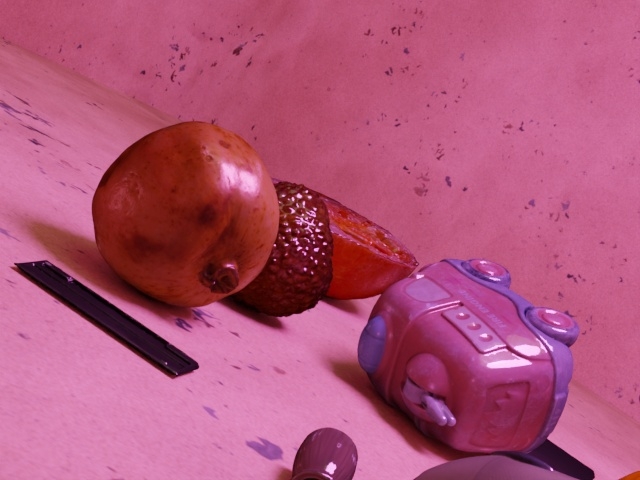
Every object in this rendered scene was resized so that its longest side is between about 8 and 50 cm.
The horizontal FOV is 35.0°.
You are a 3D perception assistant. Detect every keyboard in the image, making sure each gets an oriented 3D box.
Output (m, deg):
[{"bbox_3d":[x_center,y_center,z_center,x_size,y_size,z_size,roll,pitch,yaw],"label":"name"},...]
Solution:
[{"bbox_3d":[-0.208,0.074,0.994,0.198,0.010,0.064,32,8,11],"label":"keyboard"}]

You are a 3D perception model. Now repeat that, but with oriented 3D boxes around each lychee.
[{"bbox_3d":[-0.066,0.016,1.396,0.194,0.194,0.194,31,6,-4],"label":"lychee"}]

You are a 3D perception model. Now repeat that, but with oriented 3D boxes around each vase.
[{"bbox_3d":[0.001,0.195,0.846,0.053,0.053,0.101,32,10,3],"label":"vase"}]

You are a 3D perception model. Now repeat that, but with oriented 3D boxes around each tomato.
[{"bbox_3d":[0.000,0.012,1.866,0.338,0.143,0.338,27,9,-5],"label":"tomato"}]

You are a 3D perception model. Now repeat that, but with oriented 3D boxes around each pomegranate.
[{"bbox_3d":[-0.153,-0.023,1.166,0.215,0.215,0.215,31,6,-4],"label":"pomegranate"}]

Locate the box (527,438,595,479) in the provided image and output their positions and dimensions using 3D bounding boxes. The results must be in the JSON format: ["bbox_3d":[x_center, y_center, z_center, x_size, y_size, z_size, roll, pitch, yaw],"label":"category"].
[{"bbox_3d":[0.304,0.303,1.482,0.201,0.042,0.212,32,6,15],"label":"box"}]

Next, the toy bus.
[{"bbox_3d":[0.175,0.155,1.338,0.232,0.197,0.294,-3,30,-34],"label":"toy bus"}]

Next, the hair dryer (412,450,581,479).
[{"bbox_3d":[0.148,0.217,0.736,0.296,0.118,0.298,-4,-10,31],"label":"hair dryer"}]

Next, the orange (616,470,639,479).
[{"bbox_3d":[0.314,0.291,0.878,0.219,0.193,0.219,9,-20,3],"label":"orange"}]
